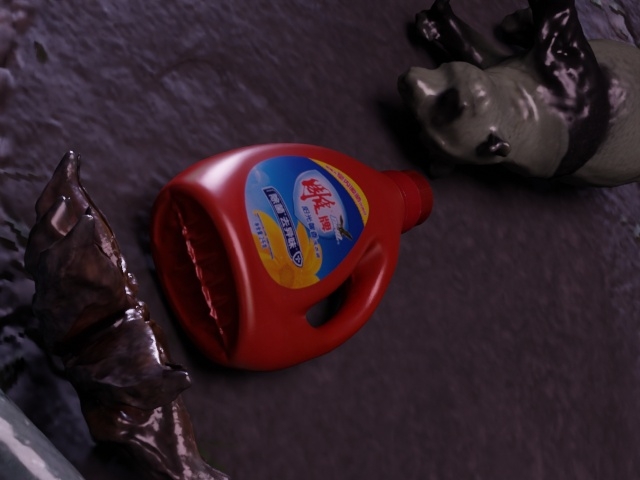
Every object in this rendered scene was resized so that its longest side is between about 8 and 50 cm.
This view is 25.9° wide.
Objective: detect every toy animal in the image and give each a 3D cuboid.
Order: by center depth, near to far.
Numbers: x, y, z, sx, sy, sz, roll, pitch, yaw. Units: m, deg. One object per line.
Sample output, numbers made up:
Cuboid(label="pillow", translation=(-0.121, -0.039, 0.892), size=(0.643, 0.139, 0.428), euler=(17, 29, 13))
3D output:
Cuboid(label="toy animal", translation=(0.131, -0.088, 0.790), size=(0.225, 0.094, 0.121), euler=(-4, 80, -48))

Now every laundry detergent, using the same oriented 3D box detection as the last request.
Cuboid(label="laundry detergent", translation=(0.000, 0.000, 0.632), size=(0.165, 0.049, 0.097), euler=(-17, 88, -50))

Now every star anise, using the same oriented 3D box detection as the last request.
Cuboid(label="star anise", translation=(-0.075, 0.037, 0.506), size=(0.042, 0.141, 0.141), euler=(-27, 88, -6))

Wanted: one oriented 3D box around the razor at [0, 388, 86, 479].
Cuboid(label="razor", translation=(-0.124, 0.040, 0.452), size=(0.232, 0.068, 0.106), euler=(47, 43, -6))
